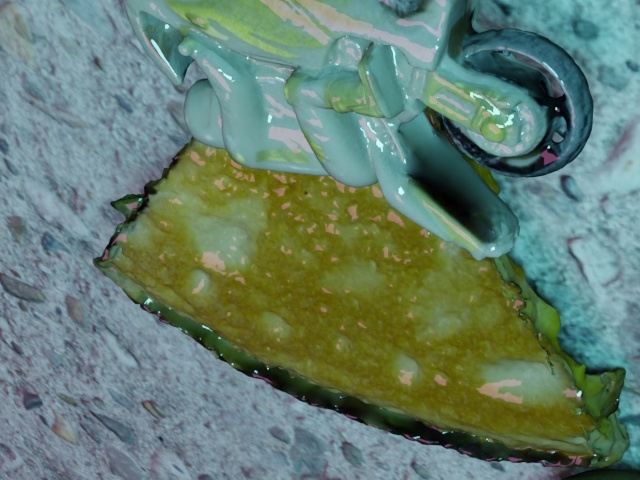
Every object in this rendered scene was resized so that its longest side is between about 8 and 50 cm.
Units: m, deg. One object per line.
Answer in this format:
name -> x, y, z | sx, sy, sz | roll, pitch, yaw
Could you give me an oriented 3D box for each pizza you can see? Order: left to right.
pizza -> 0.000, 0.024, 1.190 | 0.392, 0.080, 0.435 | -10, 122, 37

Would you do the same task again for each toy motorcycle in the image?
toy motorcycle -> -0.004, -0.117, 0.939 | 0.341, 0.108, 0.223 | 36, 132, 5

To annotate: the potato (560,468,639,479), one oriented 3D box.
potato -> 0.241, 0.273, 1.229 | 0.178, 0.160, 0.235 | 50, 161, 19
